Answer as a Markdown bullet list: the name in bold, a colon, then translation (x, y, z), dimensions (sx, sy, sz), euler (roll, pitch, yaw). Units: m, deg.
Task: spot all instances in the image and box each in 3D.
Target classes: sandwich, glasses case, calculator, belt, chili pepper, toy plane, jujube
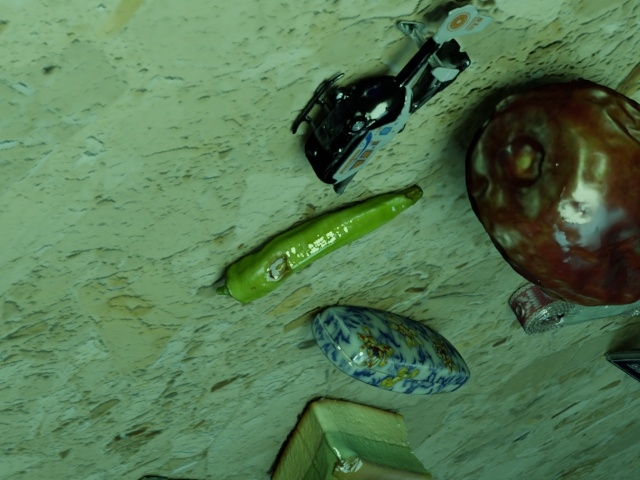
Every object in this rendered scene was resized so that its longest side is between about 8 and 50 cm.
- **sandwich**: translation (0.052, 0.282, 1.239), dimensions (0.186, 0.108, 0.220), euler (-10, 143, -27)
- **glasses case**: translation (0.084, 0.123, 1.039), dimensions (0.065, 0.087, 0.248), euler (-51, 143, 14)
- **calculator**: translation (0.528, 0.206, 1.378), dimensions (0.028, 0.165, 0.274), euler (-58, -179, -10)
- **belt**: translation (0.338, 0.074, 1.198), dimensions (0.232, 0.053, 0.071), euler (-4, 142, -33)
- **chili pepper**: translation (0.000, 0.000, 0.833), dimensions (0.208, 0.043, 0.049), euler (-27, 137, -2)
- **toy plane**: translation (0.045, -0.103, 0.708), dimensions (0.078, 0.053, 0.197), euler (-3, 144, -48)
- **jujube**: translation (0.221, -0.035, 0.814), dimensions (0.183, 0.183, 0.243), euler (-43, 148, 25)

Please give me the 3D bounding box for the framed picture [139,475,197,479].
- **framed picture**: translation (-0.206, 0.399, 1.299), dimensions (0.247, 0.022, 0.335), euler (-38, 148, 18)
